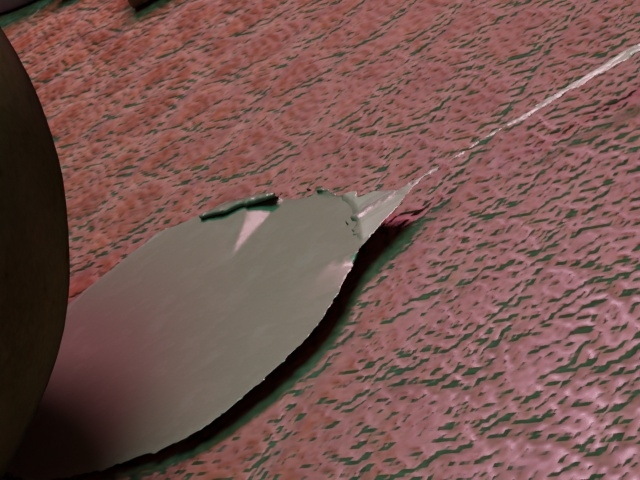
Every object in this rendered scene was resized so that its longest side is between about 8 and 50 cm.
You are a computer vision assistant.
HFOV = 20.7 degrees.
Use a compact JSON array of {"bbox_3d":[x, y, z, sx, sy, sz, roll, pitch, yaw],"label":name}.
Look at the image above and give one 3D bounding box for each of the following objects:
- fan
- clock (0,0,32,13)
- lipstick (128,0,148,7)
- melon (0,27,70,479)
[{"bbox_3d":[0.001,0.001,0.716,0.310,0.010,0.182,-30,26,8],"label":"fan"},{"bbox_3d":[-0.157,-0.297,1.304,0.339,0.102,0.338,-24,27,13],"label":"clock"},{"bbox_3d":[-0.068,-0.205,1.112,0.145,0.045,0.045,-30,24,4],"label":"lipstick"},{"bbox_3d":[-0.231,0.016,0.650,0.269,0.268,0.330,-23,41,15],"label":"melon"}]
